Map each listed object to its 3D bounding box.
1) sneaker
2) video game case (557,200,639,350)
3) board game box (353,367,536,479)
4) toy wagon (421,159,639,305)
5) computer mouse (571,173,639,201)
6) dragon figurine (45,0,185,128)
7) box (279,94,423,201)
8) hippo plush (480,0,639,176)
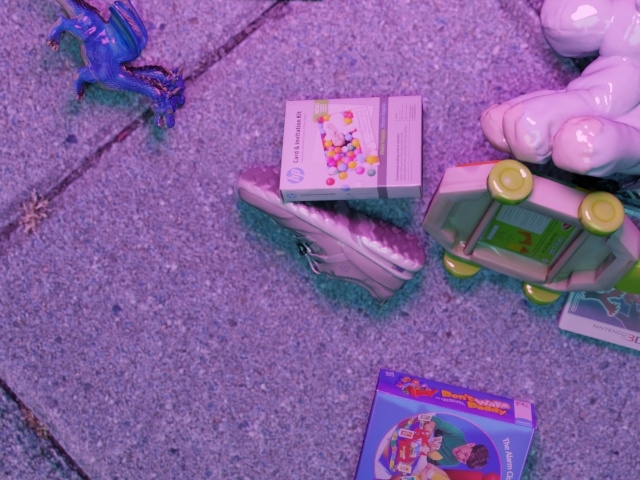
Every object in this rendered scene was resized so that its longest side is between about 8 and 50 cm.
[{"bbox_3d":[0.000,0.000,1.754,0.281,0.105,0.115,31,117,0],"label":"sneaker"},{"bbox_3d":[0.447,0.056,1.757,0.183,0.023,0.201,16,110,2],"label":"video game case"},{"bbox_3d":[0.162,0.383,1.881,0.233,0.078,0.347,13,111,3],"label":"board game box"},{"bbox_3d":[0.309,0.004,1.656,0.344,0.267,0.068,18,66,0],"label":"toy wagon"},{"bbox_3d":[0.438,-0.072,1.685,0.193,0.106,0.042,6,99,-6],"label":"computer mouse"},{"bbox_3d":[-0.283,-0.278,1.700,0.144,0.085,0.289,-18,111,11],"label":"dragon figurine"},{"bbox_3d":[0.043,-0.123,1.690,0.186,0.145,0.038,-1,150,9],"label":"box"},{"bbox_3d":[0.355,-0.204,1.564,0.294,0.234,0.237,14,101,21],"label":"hippo plush"}]
